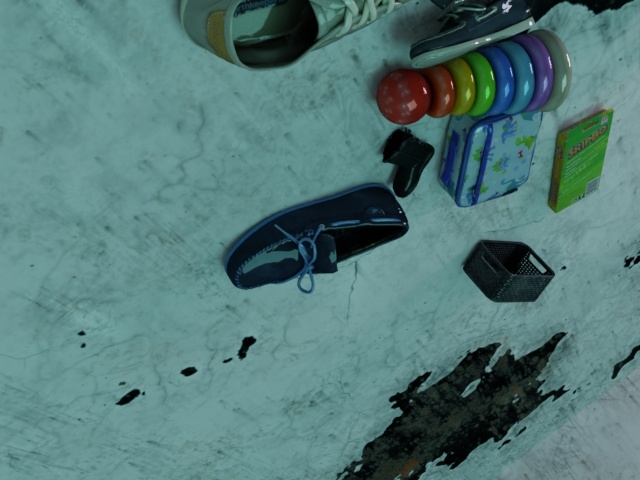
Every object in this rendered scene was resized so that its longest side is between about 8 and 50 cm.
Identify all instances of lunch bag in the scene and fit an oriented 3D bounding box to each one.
[{"bbox_3d":[0.316,-0.170,1.525,0.176,0.090,0.219,-17,139,-20],"label":"lunch bag"}]

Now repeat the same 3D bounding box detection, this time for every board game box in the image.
[{"bbox_3d":[0.563,-0.175,1.763,0.124,0.039,0.259,-28,146,-12],"label":"board game box"}]

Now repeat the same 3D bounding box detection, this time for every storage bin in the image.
[{"bbox_3d":[0.429,0.071,1.850,0.180,0.122,0.084,2,129,-40],"label":"storage bin"}]

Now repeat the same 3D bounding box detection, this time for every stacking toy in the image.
[{"bbox_3d":[0.244,-0.259,1.351,0.330,0.141,0.141,-13,138,-18],"label":"stacking toy"}]

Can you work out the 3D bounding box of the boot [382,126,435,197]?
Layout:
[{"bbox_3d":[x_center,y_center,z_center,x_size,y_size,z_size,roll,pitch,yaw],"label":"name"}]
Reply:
[{"bbox_3d":[0.146,-0.139,1.456,0.099,0.045,0.121,14,114,-49],"label":"boot"}]

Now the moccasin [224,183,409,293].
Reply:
[{"bbox_3d":[0.000,0.000,1.428,0.341,0.117,0.138,-27,143,-12],"label":"moccasin"}]

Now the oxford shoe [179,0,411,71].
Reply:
[{"bbox_3d":[0.039,-0.334,1.067,0.449,0.130,0.169,-23,138,-13],"label":"oxford shoe"}]

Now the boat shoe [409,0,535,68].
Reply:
[{"bbox_3d":[0.232,-0.335,1.262,0.254,0.095,0.079,-25,99,-25],"label":"boat shoe"}]

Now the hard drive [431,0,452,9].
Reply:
[{"bbox_3d":[0.193,-0.411,1.180,0.094,0.022,0.135,25,123,-36],"label":"hard drive"}]
